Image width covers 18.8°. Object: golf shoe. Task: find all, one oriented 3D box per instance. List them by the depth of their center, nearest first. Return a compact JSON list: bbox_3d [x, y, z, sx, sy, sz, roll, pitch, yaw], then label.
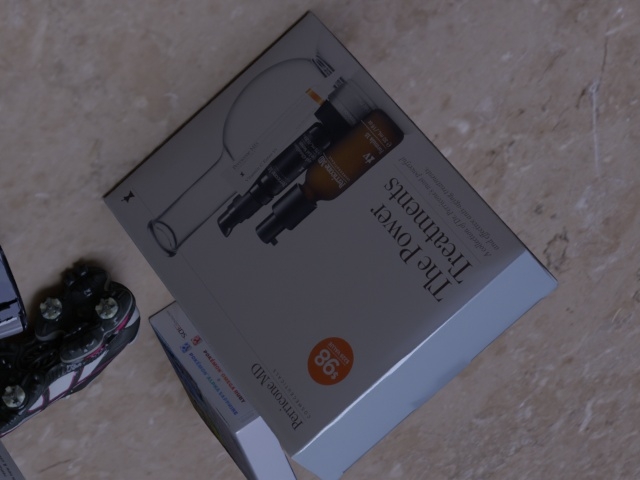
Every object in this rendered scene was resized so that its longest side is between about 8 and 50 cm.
[{"bbox_3d":[-0.296,0.145,1.982,0.273,0.105,0.120,-35,152,-5],"label":"golf shoe"}]

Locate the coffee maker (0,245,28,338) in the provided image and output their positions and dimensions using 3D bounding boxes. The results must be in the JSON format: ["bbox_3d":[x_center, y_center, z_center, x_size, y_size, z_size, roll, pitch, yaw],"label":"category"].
[{"bbox_3d":[-0.375,0.048,1.781,0.178,0.120,0.171,-28,143,-16],"label":"coffee maker"}]

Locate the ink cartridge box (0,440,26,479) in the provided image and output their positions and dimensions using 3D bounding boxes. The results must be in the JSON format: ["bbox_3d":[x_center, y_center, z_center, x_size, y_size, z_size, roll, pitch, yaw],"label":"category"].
[{"bbox_3d":[-0.477,0.316,1.982,0.306,0.131,0.226,-4,132,-42],"label":"ink cartridge box"}]

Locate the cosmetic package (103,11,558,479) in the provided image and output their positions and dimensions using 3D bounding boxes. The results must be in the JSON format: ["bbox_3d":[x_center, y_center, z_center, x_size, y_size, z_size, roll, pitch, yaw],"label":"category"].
[{"bbox_3d":[0.000,0.000,1.842,0.284,0.377,0.097,-43,144,5],"label":"cosmetic package"}]

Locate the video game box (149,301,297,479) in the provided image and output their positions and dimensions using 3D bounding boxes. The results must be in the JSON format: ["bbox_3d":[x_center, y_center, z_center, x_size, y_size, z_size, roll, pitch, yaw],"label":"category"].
[{"bbox_3d":[-0.101,0.188,2.131,0.048,0.187,0.205,-36,146,-11],"label":"video game box"}]
